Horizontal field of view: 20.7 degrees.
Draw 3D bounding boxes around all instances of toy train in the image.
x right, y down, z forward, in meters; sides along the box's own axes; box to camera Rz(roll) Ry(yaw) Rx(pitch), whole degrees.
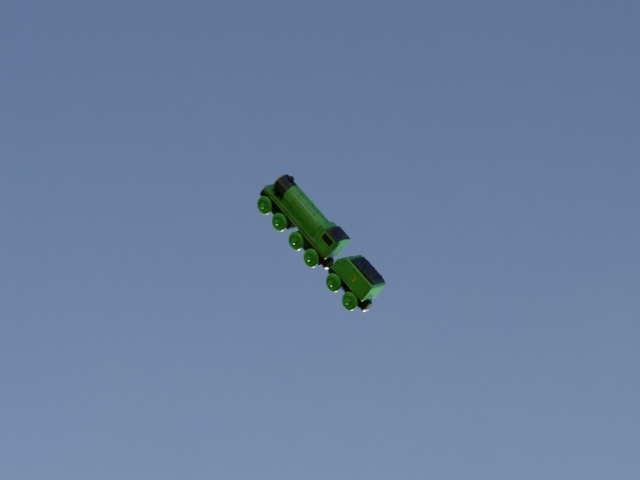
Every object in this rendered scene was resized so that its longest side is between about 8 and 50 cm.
[{"bbox_3d":[0.000,0.000,0.849,0.083,0.017,0.024,49,-55,21],"label":"toy train"}]
